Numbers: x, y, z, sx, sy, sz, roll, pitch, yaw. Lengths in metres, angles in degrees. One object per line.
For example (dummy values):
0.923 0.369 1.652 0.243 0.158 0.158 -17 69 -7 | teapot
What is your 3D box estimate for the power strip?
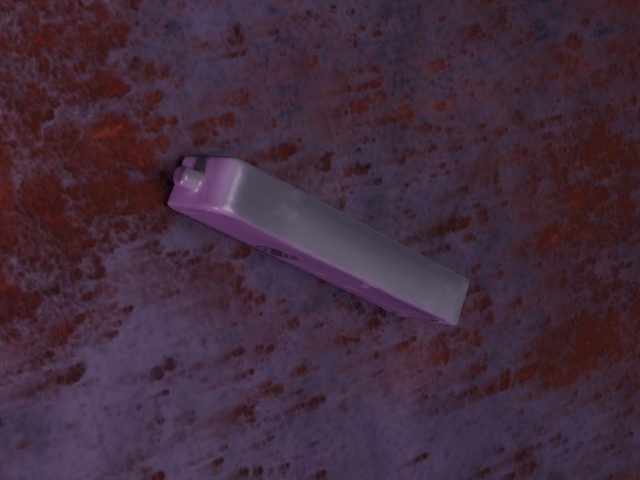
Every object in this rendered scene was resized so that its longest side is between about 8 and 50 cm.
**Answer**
0.000 0.001 1.484 0.385 0.091 0.062 27 77 -41 | power strip
